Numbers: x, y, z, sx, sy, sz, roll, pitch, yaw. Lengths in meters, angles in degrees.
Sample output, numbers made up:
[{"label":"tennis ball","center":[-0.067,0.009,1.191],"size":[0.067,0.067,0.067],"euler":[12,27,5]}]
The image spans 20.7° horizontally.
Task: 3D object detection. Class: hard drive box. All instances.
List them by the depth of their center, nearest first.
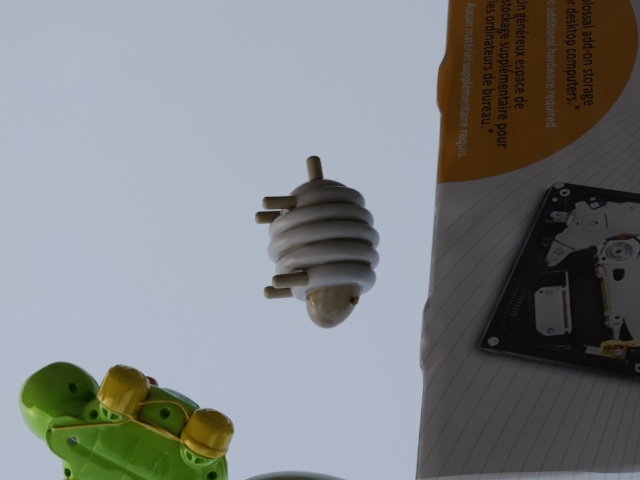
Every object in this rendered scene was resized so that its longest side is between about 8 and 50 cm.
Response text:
[{"label":"hard drive box","center":[0.148,0.011,0.445],"size":[0.232,0.089,0.181],"euler":[-5,-136,11]}]

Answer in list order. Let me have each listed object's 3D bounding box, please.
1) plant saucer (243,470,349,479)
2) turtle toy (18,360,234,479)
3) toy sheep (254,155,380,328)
[{"label":"plant saucer","center":[0.013,0.258,1.178],"size":[0.241,0.037,0.241],"euler":[17,-129,-23]},{"label":"turtle toy","center":[-0.102,0.107,0.919],"size":[0.130,0.095,0.066],"euler":[28,-166,6]},{"label":"toy sheep","center":[0.000,0.000,1.276],"size":[0.091,0.132,0.091],"euler":[-6,166,-1]}]
